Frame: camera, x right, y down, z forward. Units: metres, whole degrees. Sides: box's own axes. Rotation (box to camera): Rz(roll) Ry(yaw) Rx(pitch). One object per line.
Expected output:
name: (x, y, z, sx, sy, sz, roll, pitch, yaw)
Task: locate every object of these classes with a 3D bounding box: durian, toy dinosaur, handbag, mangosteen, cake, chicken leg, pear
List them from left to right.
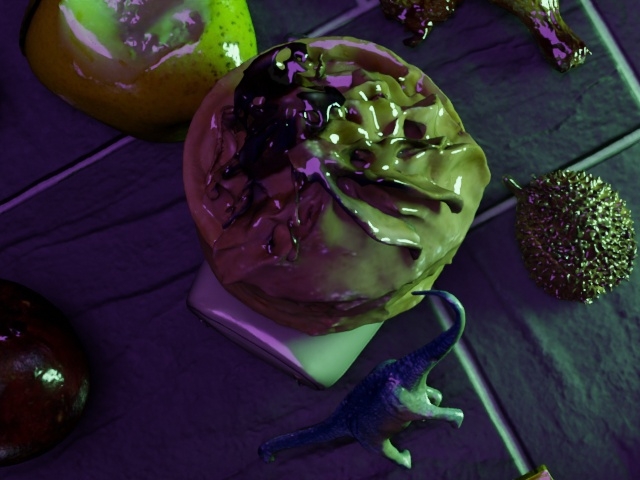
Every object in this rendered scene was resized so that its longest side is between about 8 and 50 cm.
mangosteen: (-0.390, 0.177, 1.717, 0.236, 0.235, 0.261, 27, 130, 10)
pear: (-0.197, -0.235, 1.747, 0.293, 0.159, 0.292, 0, 85, 5)
handbag: (0.000, 0.000, 1.721, 0.241, 0.109, 0.315, 31, 85, 9)
cake: (0.010, -0.086, 1.559, 0.333, 0.321, 0.332, 1, 70, -2)
toy dinosaur: (0.080, 0.183, 1.658, 0.147, 0.363, 0.076, 23, 44, -26)
chicken leg: (0.175, -0.309, 1.750, 0.323, 0.083, 0.177, 12, 94, 10)
durian: (0.283, -0.017, 1.689, 0.188, 0.091, 0.148, 41, 90, 12)

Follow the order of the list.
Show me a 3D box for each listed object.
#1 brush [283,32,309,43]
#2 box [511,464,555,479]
brush: (-0.007, -0.233, 1.793, 0.083, 0.008, 0.024, 23, 85, 9)
box: (0.135, 0.353, 1.614, 0.302, 0.193, 0.084, -29, 81, 3)
